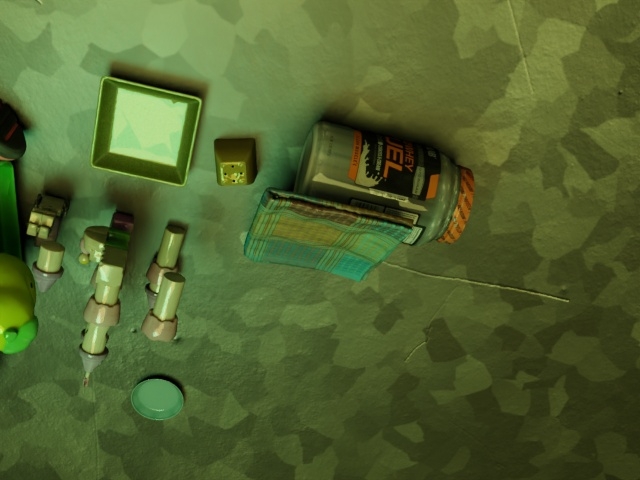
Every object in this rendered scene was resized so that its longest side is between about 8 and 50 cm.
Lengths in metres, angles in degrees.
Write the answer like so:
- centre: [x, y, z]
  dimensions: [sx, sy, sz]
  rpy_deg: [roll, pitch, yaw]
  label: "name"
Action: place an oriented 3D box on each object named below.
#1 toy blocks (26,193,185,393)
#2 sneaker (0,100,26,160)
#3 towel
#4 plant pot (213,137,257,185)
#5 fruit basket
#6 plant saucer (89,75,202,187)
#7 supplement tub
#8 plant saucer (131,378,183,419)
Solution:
- centre: [-0.434, 0.105, 1.530]
  dimensions: [0.309, 0.288, 0.260]
  rpy_deg: [14, 111, -15]
  label: "toy blocks"
- centre: [-0.700, -0.221, 1.471]
  dimensions: [0.314, 0.116, 0.136]
  rpy_deg: [28, 124, -8]
  label: "sneaker"
- centre: [0.000, 0.000, 1.496]
  dimensions: [0.272, 0.370, 0.040]
  rpy_deg: [12, 73, -8]
  label: "towel"
- centre: [-0.166, -0.144, 1.529]
  dimensions: [0.081, 0.083, 0.081]
  rpy_deg: [-2, 119, -1]
  label: "plant pot"
- centre: [-0.635, 0.062, 1.471]
  dimensions: [0.392, 0.283, 0.392]
  rpy_deg: [11, 123, 18]
  label: "fruit basket"
- centre: [-0.332, -0.211, 1.509]
  dimensions: [0.188, 0.045, 0.188]
  rpy_deg: [12, 116, -8]
  label: "plant saucer"
- centre: [0.117, -0.101, 1.500]
  dimensions: [0.316, 0.193, 0.193]
  rpy_deg: [13, 117, -9]
  label: "supplement tub"
- centre: [-0.375, 0.361, 1.823]
  dimensions: [0.119, 0.021, 0.119]
  rpy_deg: [-1, 118, -2]
  label: "plant saucer"
